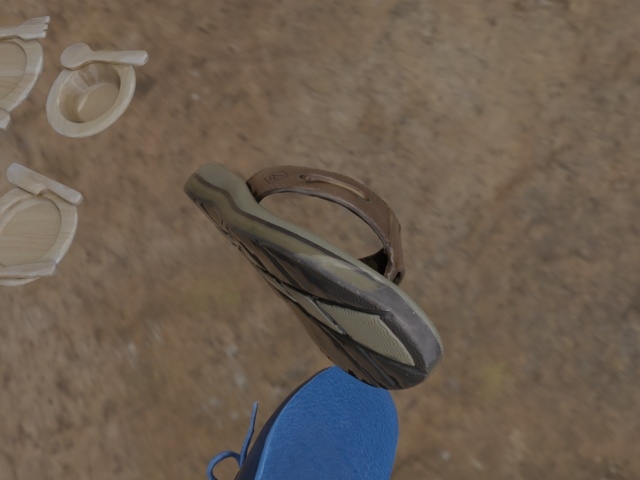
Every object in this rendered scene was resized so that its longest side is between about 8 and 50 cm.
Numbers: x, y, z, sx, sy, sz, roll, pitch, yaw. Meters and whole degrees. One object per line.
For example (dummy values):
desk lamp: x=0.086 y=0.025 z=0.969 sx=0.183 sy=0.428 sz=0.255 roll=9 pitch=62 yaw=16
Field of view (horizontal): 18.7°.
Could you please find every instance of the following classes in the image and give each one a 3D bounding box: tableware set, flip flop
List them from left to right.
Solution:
tableware set: x=-0.172 y=-0.052 z=1.063 sx=0.020 sy=0.141 sz=0.168 roll=51 pitch=57 yaw=-52
flip flop: x=0.000 y=0.000 z=1.104 sx=0.080 sy=0.277 sz=0.112 roll=-39 pitch=113 yaw=-5

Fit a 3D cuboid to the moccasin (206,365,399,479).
moccasin: x=-0.050 y=0.231 z=1.599 sx=0.138 sy=0.117 sz=0.342 roll=47 pitch=46 yaw=-10
